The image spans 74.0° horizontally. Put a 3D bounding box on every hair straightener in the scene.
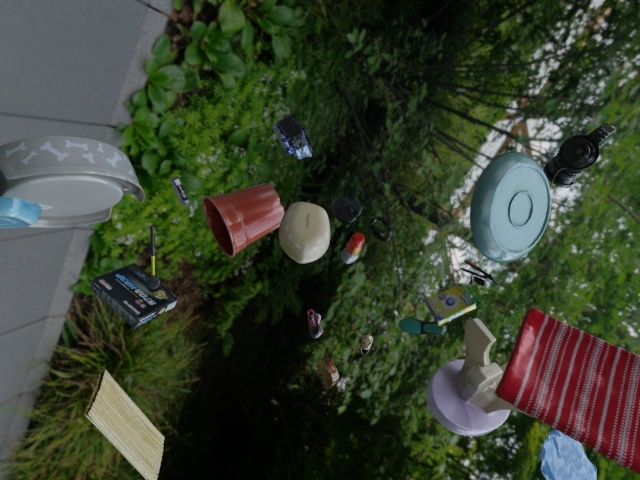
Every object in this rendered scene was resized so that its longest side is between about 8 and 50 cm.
[{"bbox_3d":[0.707,0.167,1.904,0.230,0.047,0.089,44,-63,62],"label":"hair straightener"}]

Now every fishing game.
[{"bbox_3d":[0.597,0.557,1.028,0.264,0.189,0.041,-41,178,-36],"label":"fishing game"}]

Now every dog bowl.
[{"bbox_3d":[-0.615,-0.133,1.019,0.349,0.102,0.349,-13,168,-3],"label":"dog bowl"}]

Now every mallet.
[{"bbox_3d":[-0.475,0.051,1.205,0.062,0.039,0.189,156,-69,-70],"label":"mallet"}]

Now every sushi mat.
[{"bbox_3d":[-0.519,0.509,1.150,0.019,0.316,0.151,-22,-152,1],"label":"sushi mat"}]

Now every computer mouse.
[{"bbox_3d":[0.102,-0.065,1.129,0.071,0.242,0.041,-49,134,-6],"label":"computer mouse"}]

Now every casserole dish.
[{"bbox_3d":[-0.662,-0.051,0.844,0.114,0.189,0.036,107,-21,-76],"label":"casserole dish"}]

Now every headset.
[{"bbox_3d":[0.932,-0.314,1.626,0.394,0.185,0.243,-38,161,-9],"label":"headset"}]

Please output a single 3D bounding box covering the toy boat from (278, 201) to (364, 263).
[{"bbox_3d":[0.000,0.000,1.569,0.148,0.319,0.267,113,-9,-50],"label":"toy boat"}]

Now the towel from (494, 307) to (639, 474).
[{"bbox_3d":[0.448,0.238,0.688,0.199,0.275,0.031,-49,150,-30],"label":"towel"}]

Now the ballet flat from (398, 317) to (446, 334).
[{"bbox_3d":[0.449,0.381,1.862,0.074,0.203,0.074,1,90,-66],"label":"ballet flat"}]

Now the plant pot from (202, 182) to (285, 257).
[{"bbox_3d":[-0.309,-0.104,1.774,0.265,0.272,0.272,-26,156,-25],"label":"plant pot"}]

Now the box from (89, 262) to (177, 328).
[{"bbox_3d":[-0.626,0.180,1.433,0.051,0.220,0.175,-61,165,26],"label":"box"}]

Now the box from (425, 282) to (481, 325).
[{"bbox_3d":[0.499,0.235,1.596,0.179,0.105,0.043,-26,136,2],"label":"box"}]

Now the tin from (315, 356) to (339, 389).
[{"bbox_3d":[0.026,0.532,1.711,0.040,0.106,0.189,-27,157,-25],"label":"tin"}]

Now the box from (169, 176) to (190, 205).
[{"bbox_3d":[-0.411,-0.145,1.240,0.018,0.083,0.067,-28,-158,-23],"label":"box"}]

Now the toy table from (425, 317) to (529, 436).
[{"bbox_3d":[0.390,0.328,0.986,0.274,0.252,0.160,-14,144,-47],"label":"toy table"}]

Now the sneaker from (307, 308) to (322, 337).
[{"bbox_3d":[-0.026,0.283,1.456,0.047,0.057,0.119,-28,-150,10],"label":"sneaker"}]

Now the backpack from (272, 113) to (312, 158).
[{"bbox_3d":[-0.110,-0.421,1.800,0.117,0.158,0.173,-29,139,-2],"label":"backpack"}]

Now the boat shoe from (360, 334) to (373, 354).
[{"bbox_3d":[0.202,0.461,1.870,0.135,0.050,0.045,87,15,-50],"label":"boat shoe"}]

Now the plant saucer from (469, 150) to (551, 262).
[{"bbox_3d":[0.546,-0.088,1.186,0.317,0.318,0.044,-58,-150,-8],"label":"plant saucer"}]
